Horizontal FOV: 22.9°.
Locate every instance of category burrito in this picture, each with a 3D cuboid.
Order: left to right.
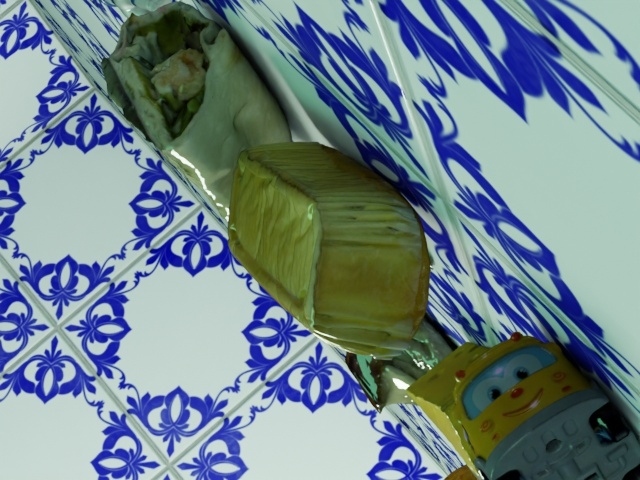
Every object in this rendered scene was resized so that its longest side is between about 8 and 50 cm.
[{"bbox_3d":[-0.098,-0.103,1.682,0.190,0.135,0.332,50,177,33],"label":"burrito"}]

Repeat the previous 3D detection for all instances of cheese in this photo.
[{"bbox_3d":[0.160,0.162,1.672,0.126,0.093,0.171,50,175,16],"label":"cheese"}]

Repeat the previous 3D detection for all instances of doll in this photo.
[{"bbox_3d":[-0.232,-0.296,1.854,0.227,0.057,0.114,33,172,39],"label":"doll"}]

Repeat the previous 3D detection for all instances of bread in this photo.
[{"bbox_3d":[0.000,0.000,1.479,0.288,0.119,0.152,-142,58,-64],"label":"bread"}]

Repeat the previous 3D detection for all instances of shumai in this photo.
[{"bbox_3d":[0.109,0.163,1.961,0.201,0.120,0.201,50,172,9],"label":"shumai"}]

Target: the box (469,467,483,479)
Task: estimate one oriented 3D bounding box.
[{"bbox_3d":[0.242,0.280,1.850,0.200,0.088,0.146,49,174,-8],"label":"box"}]

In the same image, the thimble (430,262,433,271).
[{"bbox_3d":[0.063,0.016,1.597,0.110,0.062,0.084,42,170,50],"label":"thimble"}]

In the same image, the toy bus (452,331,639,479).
[{"bbox_3d":[0.194,0.174,1.349,0.136,0.126,0.209,56,-179,44],"label":"toy bus"}]

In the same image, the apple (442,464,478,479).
[{"bbox_3d":[0.261,0.493,2.344,0.309,0.250,0.277,51,175,8],"label":"apple"}]
